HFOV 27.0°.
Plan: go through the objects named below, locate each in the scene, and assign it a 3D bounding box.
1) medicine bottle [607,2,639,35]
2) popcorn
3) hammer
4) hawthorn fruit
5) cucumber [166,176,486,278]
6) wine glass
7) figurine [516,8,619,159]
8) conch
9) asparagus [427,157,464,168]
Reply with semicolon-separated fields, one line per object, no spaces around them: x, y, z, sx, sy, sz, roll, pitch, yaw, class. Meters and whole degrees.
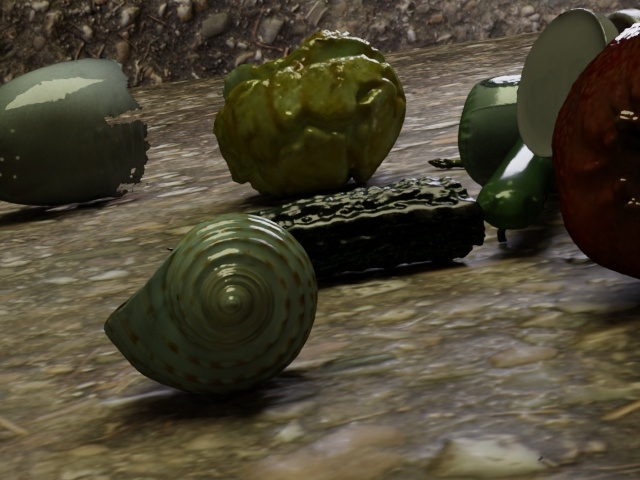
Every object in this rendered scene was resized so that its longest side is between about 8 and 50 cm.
0.506;-0.234;1.607;0.323;0.151;0.151;-13;12;-15;medicine bottle
-0.012;-0.140;1.525;0.221;0.183;0.204;-21;-3;8;popcorn
0.204;-0.071;1.214;0.207;0.118;0.335;-5;19;23;hammer
0.275;-0.061;0.891;0.205;0.205;0.253;1;10;42;hawthorn fruit
0.000;-0.001;1.101;0.265;0.077;0.077;-10;12;1;cucumber
-0.393;-0.119;1.698;0.357;0.190;0.190;-15;13;-28;wine glass
0.280;-0.097;1.075;0.236;0.133;0.176;11;-3;-23;figurine
-0.067;0.049;0.843;0.135;0.102;0.153;-20;-21;-9;conch
0.169;-0.089;1.519;0.114;0.015;0.014;0;49;46;asparagus
